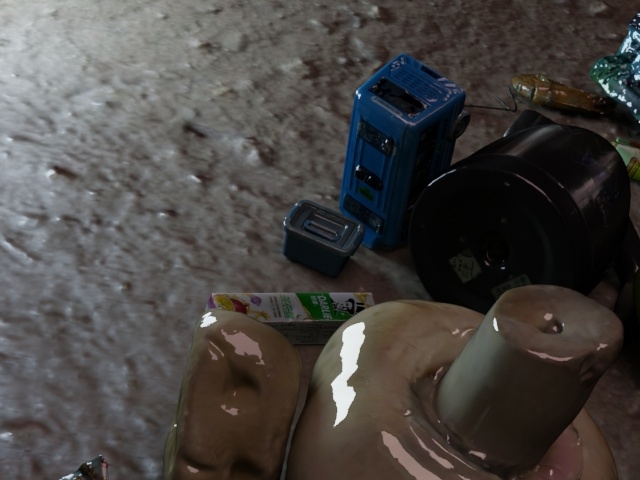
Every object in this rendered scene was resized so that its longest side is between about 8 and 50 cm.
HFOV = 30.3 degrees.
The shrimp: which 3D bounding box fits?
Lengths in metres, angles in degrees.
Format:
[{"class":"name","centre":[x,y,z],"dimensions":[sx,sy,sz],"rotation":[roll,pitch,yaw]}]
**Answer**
[{"class":"shrimp","centre":[0.405,-0.241,1.971],"dimensions":[0.180,0.041,0.099],"rotation":[15,23,1]}]

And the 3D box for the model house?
[{"class":"model house","centre":[0.628,-0.305,1.940],"dimensions":[0.226,0.241,0.261],"rotation":[-9,44,-46]}]

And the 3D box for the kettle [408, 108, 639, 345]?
[{"class":"kettle","centre":[0.315,-0.009,1.531],"dimensions":[0.321,0.228,0.324],"rotation":[53,41,3]}]

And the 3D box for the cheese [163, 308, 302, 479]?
[{"class":"cheese","centre":[-0.085,0.166,1.147],"dimensions":[0.117,0.218,0.235],"rotation":[10,48,-6]}]

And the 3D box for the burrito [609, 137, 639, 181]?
[{"class":"burrito","centre":[0.577,-0.103,1.845],"dimensions":[0.288,0.054,0.104],"rotation":[22,36,9]}]

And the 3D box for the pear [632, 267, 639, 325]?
[{"class":"pear","centre":[0.532,0.127,1.483],"dimensions":[0.288,0.139,0.239],"rotation":[-11,69,-17]}]

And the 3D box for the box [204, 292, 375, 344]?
[{"class":"box","centre":[-0.030,0.093,1.396],"dimensions":[0.207,0.041,0.050],"rotation":[0,41,-18]}]

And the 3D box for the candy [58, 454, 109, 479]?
[{"class":"candy","centre":[-0.176,0.268,1.125],"dimensions":[0.182,0.046,0.053],"rotation":[36,43,20]}]

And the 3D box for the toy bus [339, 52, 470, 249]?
[{"class":"toy bus","centre":[0.100,-0.107,1.528],"dimensions":[0.113,0.246,0.134],"rotation":[36,54,23]}]

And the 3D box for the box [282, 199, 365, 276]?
[{"class":"box","centre":[0.000,0.000,1.509],"dimensions":[0.099,0.054,0.074],"rotation":[23,37,9]}]

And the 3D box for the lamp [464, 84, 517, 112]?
[{"class":"lamp","centre":[0.252,-0.220,1.888],"dimensions":[0.121,0.041,0.054],"rotation":[-8,52,-24]}]

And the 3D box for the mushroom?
[{"class":"mushroom","centre":[0.118,0.195,1.116],"dimensions":[0.325,0.353,0.353],"rotation":[17,32,39]}]
